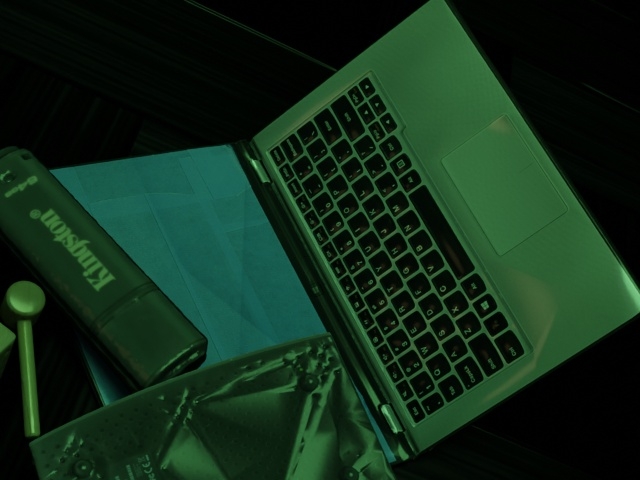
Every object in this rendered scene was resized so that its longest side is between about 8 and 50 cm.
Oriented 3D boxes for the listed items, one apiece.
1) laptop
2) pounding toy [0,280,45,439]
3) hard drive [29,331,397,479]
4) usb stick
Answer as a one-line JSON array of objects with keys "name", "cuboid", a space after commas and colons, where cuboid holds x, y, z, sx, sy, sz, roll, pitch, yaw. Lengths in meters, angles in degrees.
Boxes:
[{"name": "laptop", "cuboid": [0.000, 0.000, 1.017, 0.236, 0.408, 0.382, 21, 37, -61]}, {"name": "pounding toy", "cuboid": [-0.286, 0.084, 0.884, 0.181, 0.094, 0.206, 37, 47, 3]}, {"name": "hard drive", "cuboid": [-0.081, 0.187, 0.885, 0.255, 0.054, 0.172, -20, 64, -11]}, {"name": "usb stick", "cuboid": [-0.206, 0.024, 0.978, 0.077, 0.045, 0.278, -40, 70, -15]}]
